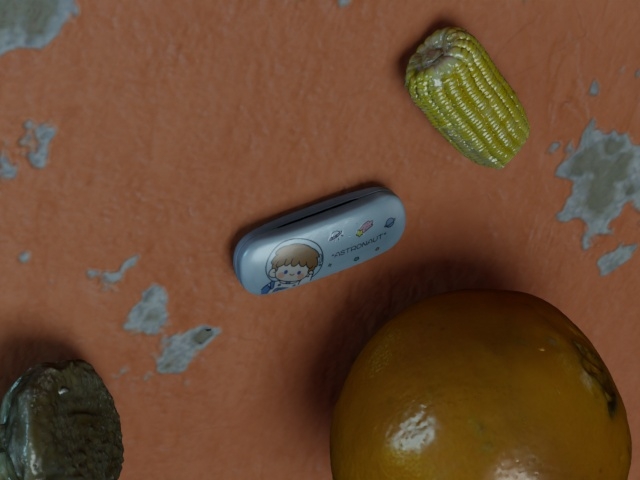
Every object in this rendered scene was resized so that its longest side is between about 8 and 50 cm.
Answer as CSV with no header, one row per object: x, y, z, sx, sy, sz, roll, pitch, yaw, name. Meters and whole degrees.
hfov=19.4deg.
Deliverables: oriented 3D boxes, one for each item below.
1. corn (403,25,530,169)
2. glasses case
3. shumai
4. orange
0.144,-0.133,1.789,0.165,0.063,0.085,42,72,-45,corn
0.000,0.000,1.808,0.178,0.045,0.067,-20,129,-17,glasses case
-0.275,0.198,1.740,0.153,0.161,0.209,-12,167,12,shumai
0.159,0.201,1.877,0.312,0.312,0.312,-16,129,-21,orange
